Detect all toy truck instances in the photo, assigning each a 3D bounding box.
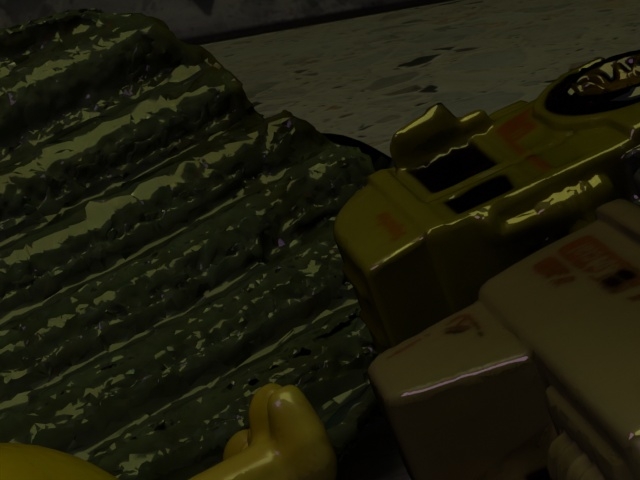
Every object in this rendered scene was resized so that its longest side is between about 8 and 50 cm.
[{"bbox_3d":[0.133,0.058,0.657,0.254,0.181,0.405,-20,20,-6],"label":"toy truck"}]

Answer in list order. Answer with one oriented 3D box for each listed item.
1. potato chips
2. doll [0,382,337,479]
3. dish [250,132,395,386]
[{"bbox_3d":[-0.149,0.035,0.867,0.429,0.070,0.358,-31,54,-24],"label":"potato chips"},{"bbox_3d":[-0.156,0.169,0.562,0.363,0.145,0.199,-27,-19,-23],"label":"doll"},{"bbox_3d":[0.000,0.000,1.025,0.273,0.134,0.273,-11,15,3],"label":"dish"}]
